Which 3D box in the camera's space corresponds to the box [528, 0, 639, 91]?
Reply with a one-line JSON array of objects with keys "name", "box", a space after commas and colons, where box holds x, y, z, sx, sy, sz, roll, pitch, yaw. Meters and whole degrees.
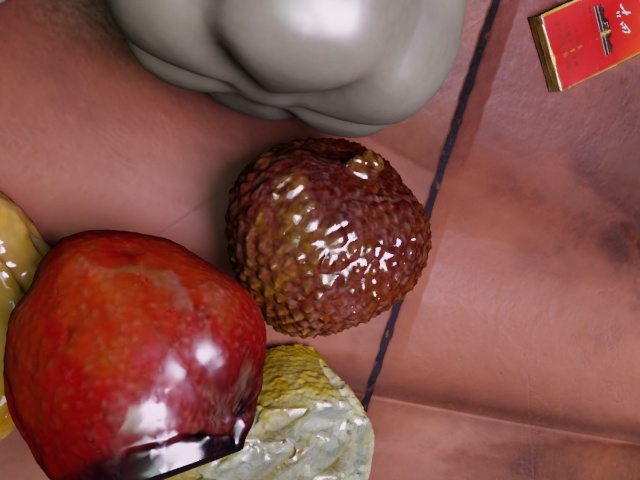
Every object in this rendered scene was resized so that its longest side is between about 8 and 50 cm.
[{"name": "box", "box": [0.310, -0.237, 0.608, 0.134, 0.023, 0.090, -25, 108, -9]}]

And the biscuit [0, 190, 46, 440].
[{"name": "biscuit", "box": [-0.370, 0.070, 0.438, 0.297, 0.102, 0.295, -3, 99, -16]}]

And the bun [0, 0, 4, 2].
[{"name": "bun", "box": [-0.322, -0.252, 0.371, 0.204, 0.127, 0.212, -48, 117, -30]}]

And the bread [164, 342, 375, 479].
[{"name": "bread", "box": [-0.070, 0.232, 0.541, 0.257, 0.124, 0.185, -28, 107, -7]}]

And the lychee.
[{"name": "lychee", "box": [0.005, -0.004, 0.486, 0.195, 0.194, 0.194, -3, 102, -15]}]

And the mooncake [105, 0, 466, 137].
[{"name": "mooncake", "box": [-0.028, -0.166, 0.401, 0.275, 0.275, 0.135, 16, 89, -18]}]

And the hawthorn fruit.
[{"name": "hawthorn fruit", "box": [-0.155, 0.083, 0.420, 0.251, 0.189, 0.189, 40, 88, 21]}]
